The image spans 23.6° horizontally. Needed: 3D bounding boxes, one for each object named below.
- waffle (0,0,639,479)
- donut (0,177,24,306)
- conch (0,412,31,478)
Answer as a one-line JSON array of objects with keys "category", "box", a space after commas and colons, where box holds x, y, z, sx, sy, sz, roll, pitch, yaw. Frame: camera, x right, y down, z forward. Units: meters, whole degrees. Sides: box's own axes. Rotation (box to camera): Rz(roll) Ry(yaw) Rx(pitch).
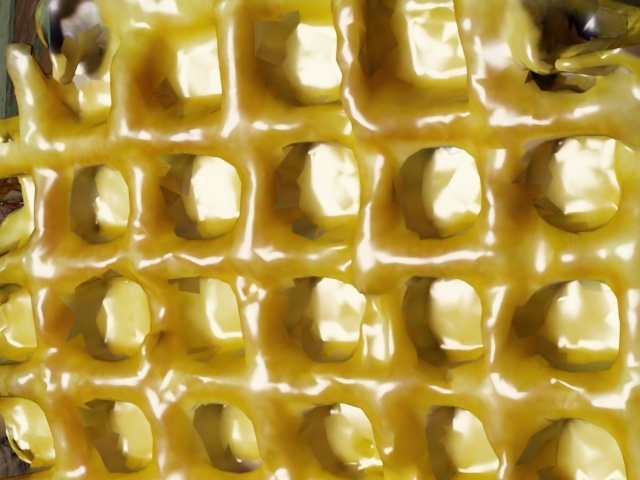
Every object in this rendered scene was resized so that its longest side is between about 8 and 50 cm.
[{"category": "waffle", "box": [0.010, 0.026, 0.492, 0.329, 0.062, 0.329, 5, 100, 28]}, {"category": "donut", "box": [-0.277, 0.005, 1.431, 0.126, 0.144, 0.187, -95, -2, -51]}, {"category": "conch", "box": [-0.308, 0.193, 1.355, 0.178, 0.245, 0.163, -39, 80, 38]}]
